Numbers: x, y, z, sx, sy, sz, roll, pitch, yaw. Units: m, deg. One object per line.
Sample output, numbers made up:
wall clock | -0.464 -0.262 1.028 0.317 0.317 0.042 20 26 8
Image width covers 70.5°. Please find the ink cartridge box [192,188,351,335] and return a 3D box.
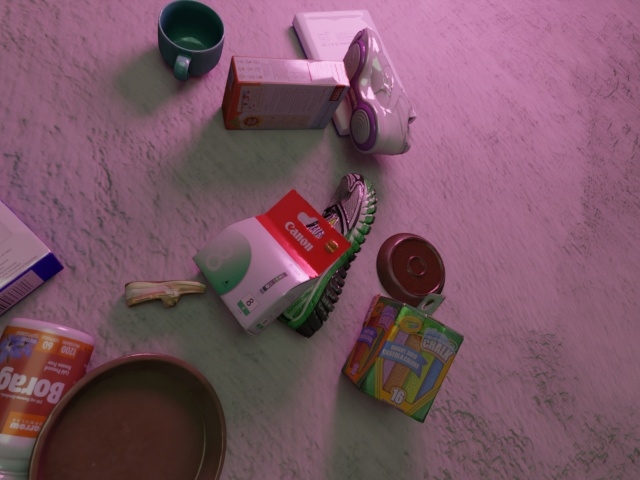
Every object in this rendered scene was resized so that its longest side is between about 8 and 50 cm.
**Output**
ink cartridge box | -0.087 0.022 0.786 0.224 0.056 0.181 -44 61 -2

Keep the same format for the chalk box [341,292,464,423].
chalk box | 0.154 0.185 0.817 0.132 0.132 0.213 29 82 -8

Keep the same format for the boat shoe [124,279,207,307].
boat shoe | -0.265 0.094 0.781 0.135 0.050 0.045 -1 74 -10

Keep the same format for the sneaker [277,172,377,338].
sneaker | 0.000 0.000 0.862 0.146 0.134 0.344 30 64 -6

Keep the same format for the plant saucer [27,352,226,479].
plant saucer | -0.265 0.306 0.656 0.277 0.041 0.278 14 69 -40

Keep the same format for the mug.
mug | -0.276 -0.401 0.930 0.129 0.097 0.158 43 63 -1

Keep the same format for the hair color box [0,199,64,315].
hair color box | -0.587 -0.027 0.674 0.339 0.110 0.185 46 64 -1

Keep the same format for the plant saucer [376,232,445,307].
plant saucer | 0.202 0.058 0.974 0.168 0.029 0.169 6 69 -17

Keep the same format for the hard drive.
hard drive | 0.082 -0.413 1.096 0.210 0.040 0.319 -15 77 -24

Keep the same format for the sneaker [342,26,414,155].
sneaker | 0.127 -0.323 1.010 0.152 0.114 0.306 4 73 -33

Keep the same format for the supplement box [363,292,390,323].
supplement box | 0.144 0.158 0.910 0.098 0.036 0.062 30 65 -8

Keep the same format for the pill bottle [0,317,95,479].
pill bottle | -0.414 0.228 0.634 0.121 0.121 0.216 16 66 -14

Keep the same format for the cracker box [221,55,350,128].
cracker box | -0.076 -0.298 0.932 0.232 0.156 0.067 -5 72 -22
